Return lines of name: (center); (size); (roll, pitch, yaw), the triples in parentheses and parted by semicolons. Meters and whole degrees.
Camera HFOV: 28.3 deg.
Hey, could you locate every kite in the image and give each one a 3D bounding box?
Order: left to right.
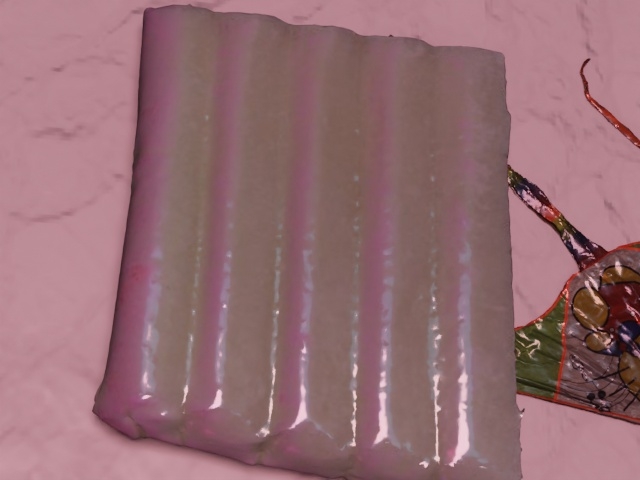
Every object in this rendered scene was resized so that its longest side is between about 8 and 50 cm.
kite: (0.113, -0.007, 0.582); (0.198, 0.006, 0.244); (-36, 80, -20)

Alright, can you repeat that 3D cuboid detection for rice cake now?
rice cake: (0.000, 0.000, 0.540); (0.189, 0.037, 0.198); (11, 70, -3)
